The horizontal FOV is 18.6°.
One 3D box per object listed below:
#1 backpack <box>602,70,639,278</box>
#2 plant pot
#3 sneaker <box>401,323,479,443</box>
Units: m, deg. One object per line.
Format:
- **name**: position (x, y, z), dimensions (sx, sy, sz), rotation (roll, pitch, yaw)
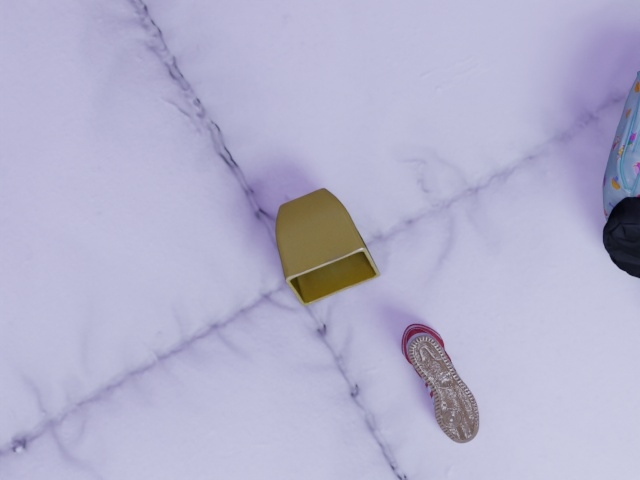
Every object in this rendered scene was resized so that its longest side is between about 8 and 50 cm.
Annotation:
- **backpack**: position (0.320, -0.068, 1.784), dimensions (0.115, 0.152, 0.182), rotation (18, 70, 2)
- **plant pot**: position (0.000, 0.000, 1.850), dimensions (0.081, 0.081, 0.083), rotation (-21, 67, 4)
- **sneaker**: position (0.112, 0.130, 1.832), dimensions (0.042, 0.067, 0.118), rotation (-26, 107, 0)
